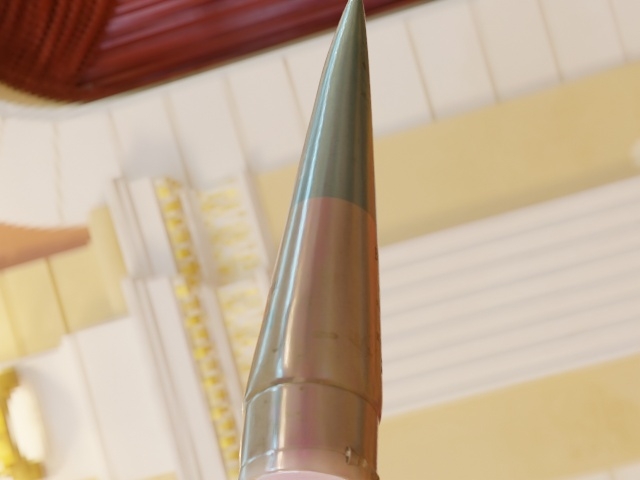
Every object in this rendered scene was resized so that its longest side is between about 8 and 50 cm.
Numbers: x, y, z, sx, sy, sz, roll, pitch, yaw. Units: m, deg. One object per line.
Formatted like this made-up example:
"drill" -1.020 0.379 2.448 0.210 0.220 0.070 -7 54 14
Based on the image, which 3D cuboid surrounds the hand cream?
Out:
"hand cream" 0.000 0.000 0.869 0.111 0.070 0.312 101 173 -51
